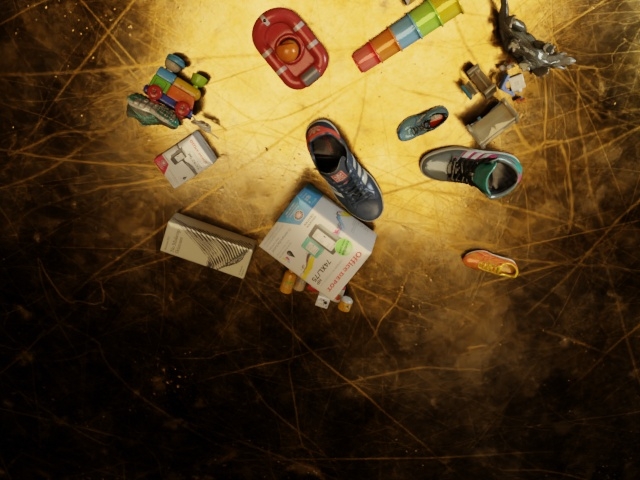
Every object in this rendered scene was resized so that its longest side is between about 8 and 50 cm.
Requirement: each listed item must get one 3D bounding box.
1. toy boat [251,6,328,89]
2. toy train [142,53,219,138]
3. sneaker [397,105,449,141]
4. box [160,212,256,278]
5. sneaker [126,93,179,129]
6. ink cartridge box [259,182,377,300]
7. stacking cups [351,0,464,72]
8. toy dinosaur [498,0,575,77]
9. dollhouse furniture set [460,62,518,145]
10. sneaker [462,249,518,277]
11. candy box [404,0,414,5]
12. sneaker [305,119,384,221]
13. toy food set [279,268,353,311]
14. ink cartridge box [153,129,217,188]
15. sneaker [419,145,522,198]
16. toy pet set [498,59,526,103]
[{"bbox_3d":[-0.088,-0.524,1.677,0.151,0.151,0.231,-38,104,15],"label":"toy boat"},{"bbox_3d":[-0.369,-0.417,1.770,0.248,0.105,0.143,30,89,-13],"label":"toy train"},{"bbox_3d":[0.294,-0.336,1.766,0.162,0.073,0.063,-29,107,13],"label":"sneaker"},{"bbox_3d":[-0.348,0.016,1.924,0.275,0.094,0.113,18,110,-4],"label":"box"},{"bbox_3d":[-0.500,-0.366,1.818,0.167,0.065,0.076,29,126,-4],"label":"sneaker"},{"bbox_3d":[0.000,0.000,1.827,0.270,0.197,0.198,37,108,-2],"label":"ink cartridge box"},{"bbox_3d":[0.229,-0.570,1.671,0.316,0.096,0.096,-30,106,13],"label":"stacking cups"},{"bbox_3d":[0.535,-0.534,1.649,0.314,0.160,0.121,37,109,-3],"label":"toy dinosaur"},{"bbox_3d":[0.451,-0.374,1.734,0.129,0.129,0.183,-38,80,16],"label":"dollhouse furniture set"},{"bbox_3d":[0.531,0.073,1.909,0.175,0.067,0.064,9,112,2],"label":"sneaker"},{"bbox_3d":[0.230,-0.759,1.596,0.159,0.071,0.233,-31,107,29],"label":"candy box"},{"bbox_3d":[0.066,-0.186,1.796,0.131,0.148,0.350,-34,105,14],"label":"sneaker"},{"bbox_3d":[-0.001,0.134,1.938,0.232,0.111,0.104,19,111,-1],"label":"toy food set"},{"bbox_3d":[-0.405,-0.244,1.847,0.150,0.063,0.109,-30,106,14],"label":"ink cartridge box"},{"bbox_3d":[0.439,-0.192,1.755,0.296,0.178,0.123,1,110,3],"label":"sneaker"},{"bbox_3d":[0.523,-0.427,1.699,0.065,0.114,0.122,-20,106,11],"label":"toy pet set"}]
